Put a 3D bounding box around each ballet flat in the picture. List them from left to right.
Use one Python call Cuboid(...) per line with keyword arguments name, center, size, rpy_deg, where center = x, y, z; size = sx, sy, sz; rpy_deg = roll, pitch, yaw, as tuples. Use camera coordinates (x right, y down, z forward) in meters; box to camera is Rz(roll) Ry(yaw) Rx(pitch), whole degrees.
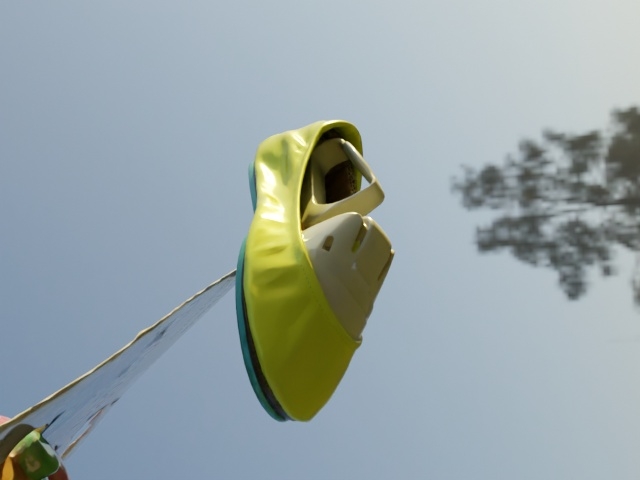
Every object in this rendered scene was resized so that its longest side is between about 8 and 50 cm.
Cuboid(name="ballet flat", center=(0.000, 0.000, 0.675), size=(0.077, 0.077, 0.231), rpy_deg=(56, -164, -29))

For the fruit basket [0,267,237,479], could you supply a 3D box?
Cuboid(name="fruit basket", center=(-0.191, 0.166, 0.603), size=(0.165, 0.327, 0.353), rpy_deg=(50, -151, 8))
